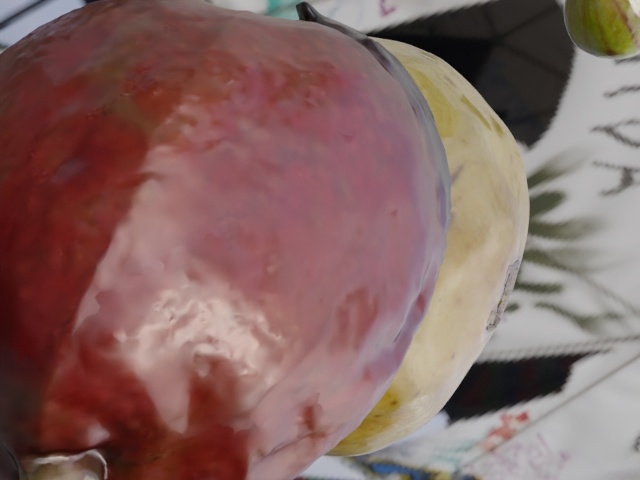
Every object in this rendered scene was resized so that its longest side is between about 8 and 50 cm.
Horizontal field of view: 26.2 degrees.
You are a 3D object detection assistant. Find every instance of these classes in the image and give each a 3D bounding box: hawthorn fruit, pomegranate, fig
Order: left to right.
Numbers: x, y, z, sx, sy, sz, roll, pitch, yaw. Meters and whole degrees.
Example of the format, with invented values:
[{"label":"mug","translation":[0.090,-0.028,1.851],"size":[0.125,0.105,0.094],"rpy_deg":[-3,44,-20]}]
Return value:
[{"label":"hawthorn fruit","translation":[-0.058,0.022,0.494],"size":[0.189,0.190,0.251],"rpy_deg":[64,35,-36]},{"label":"pomegranate","translation":[0.000,0.000,1.069],"size":[0.332,0.333,0.332],"rpy_deg":[58,-7,12]},{"label":"fig","translation":[0.232,-0.201,1.128],"size":[0.093,0.093,0.166],"rpy_deg":[56,17,22]}]
